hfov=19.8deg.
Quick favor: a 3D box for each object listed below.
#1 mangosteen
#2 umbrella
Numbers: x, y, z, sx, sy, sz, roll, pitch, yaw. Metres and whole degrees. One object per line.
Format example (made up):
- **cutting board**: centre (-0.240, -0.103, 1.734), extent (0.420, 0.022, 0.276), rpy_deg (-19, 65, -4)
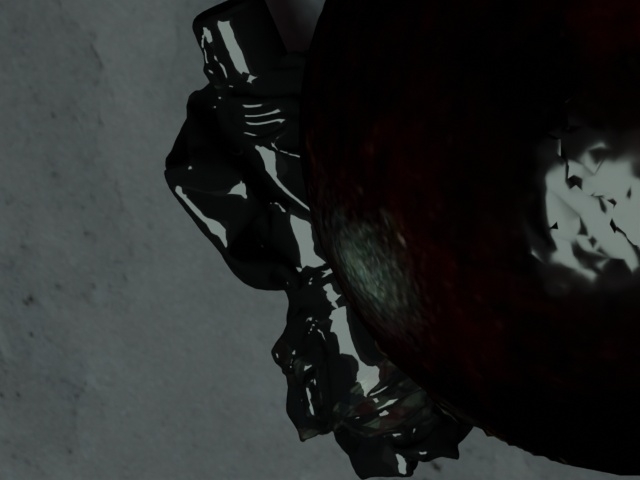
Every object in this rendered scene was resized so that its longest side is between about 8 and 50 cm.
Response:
- **mangosteen**: centre (0.135, -0.059, 0.736), extent (0.330, 0.330, 0.330), rpy_deg (13, 122, 21)
- **umbrella**: centre (-0.001, 0.001, 0.968), extent (0.122, 0.110, 0.272), rpy_deg (-25, 111, -5)
